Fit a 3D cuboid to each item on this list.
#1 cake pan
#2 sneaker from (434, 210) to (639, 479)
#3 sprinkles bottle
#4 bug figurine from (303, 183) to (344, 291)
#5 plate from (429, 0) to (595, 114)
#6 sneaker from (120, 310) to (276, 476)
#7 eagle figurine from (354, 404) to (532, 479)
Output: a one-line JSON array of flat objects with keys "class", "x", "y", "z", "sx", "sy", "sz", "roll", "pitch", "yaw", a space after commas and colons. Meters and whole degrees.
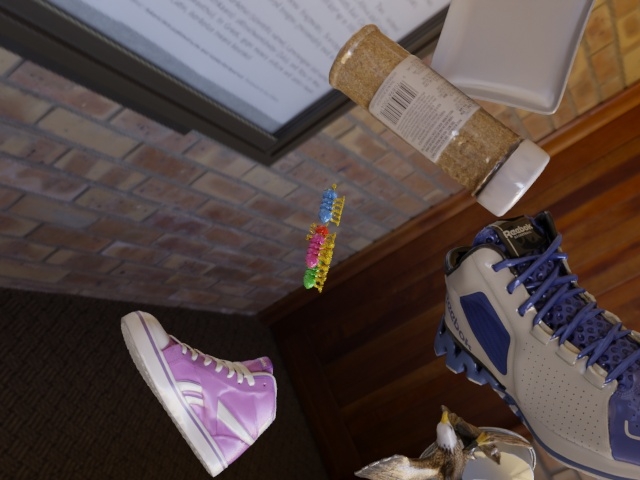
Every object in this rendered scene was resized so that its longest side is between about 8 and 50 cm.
[{"class": "cake pan", "x": 0.374, "y": 0.563, "z": 1.505, "sx": 0.293, "sy": 0.293, "sz": 0.054, "roll": 47, "pitch": 20, "yaw": -27}, {"class": "sneaker", "x": 0.212, "y": 0.077, "z": 0.598, "sx": 0.315, "sy": 0.127, "sz": 0.182, "roll": 29, "pitch": -43, "yaw": 55}, {"class": "sprinkles bottle", "x": 0.181, "y": -0.191, "z": 0.990, "sx": 0.355, "sy": 0.121, "sz": 0.121, "roll": 40, "pitch": 18, "yaw": 9}, {"class": "bug figurine", "x": 0.000, "y": 0.000, "z": 1.572, "sx": 0.279, "sy": 0.072, "sz": 0.216, "roll": 103, "pitch": 0, "yaw": -62}, {"class": "plate", "x": 0.359, "y": -0.390, "z": 1.178, "sx": 0.278, "sy": 0.277, "sz": 0.045, "roll": 23, "pitch": 9, "yaw": 36}, {"class": "sneaker", "x": -0.158, "y": 0.182, "z": 0.890, "sx": 0.102, "sy": 0.161, "sz": 0.282, "roll": 26, "pitch": -34, "yaw": 54}, {"class": "eagle figurine", "x": 0.225, "y": 0.430, "z": 1.185, "sx": 0.298, "sy": 0.226, "sz": 0.225, "roll": -33, "pitch": 92, "yaw": -49}]
